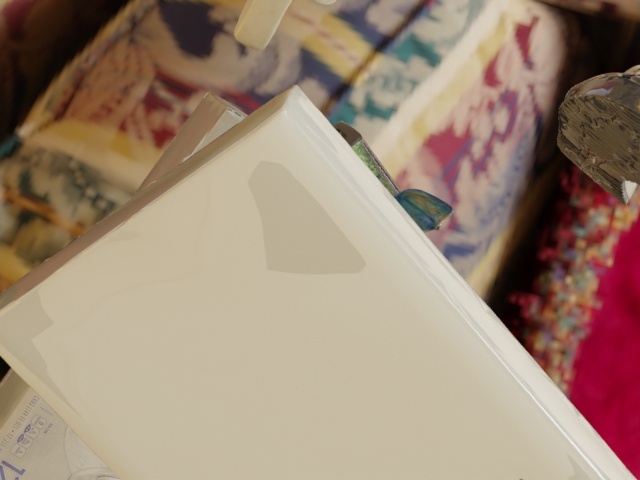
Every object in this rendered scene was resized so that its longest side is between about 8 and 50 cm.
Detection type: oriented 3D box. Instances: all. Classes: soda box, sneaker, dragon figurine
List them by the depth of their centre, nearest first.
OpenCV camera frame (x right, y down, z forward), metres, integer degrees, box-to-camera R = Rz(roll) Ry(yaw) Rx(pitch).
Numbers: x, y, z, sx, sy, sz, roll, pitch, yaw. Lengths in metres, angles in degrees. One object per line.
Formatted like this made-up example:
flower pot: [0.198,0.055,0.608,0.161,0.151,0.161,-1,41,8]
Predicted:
soda box: [-0.112,0.048,1.141,0.091,0.286,0.098,35,-178,-16]
sneaker: [0.284,-0.120,1.552,0.112,0.131,0.319,43,179,3]
dragon figurine: [0.065,0.003,1.570,0.289,0.144,0.085,23,117,43]

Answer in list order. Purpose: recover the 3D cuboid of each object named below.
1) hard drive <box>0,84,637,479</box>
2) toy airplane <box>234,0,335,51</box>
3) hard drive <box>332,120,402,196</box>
hard drive: [0.010,0.111,0.981,0.233,0.047,0.353,-33,108,27]
toy airplane: [0.062,-0.350,1.153,0.272,0.386,0.384,19,156,-29]
hard drive: [0.000,0.000,2.097,0.054,0.255,0.172,7,140,53]
